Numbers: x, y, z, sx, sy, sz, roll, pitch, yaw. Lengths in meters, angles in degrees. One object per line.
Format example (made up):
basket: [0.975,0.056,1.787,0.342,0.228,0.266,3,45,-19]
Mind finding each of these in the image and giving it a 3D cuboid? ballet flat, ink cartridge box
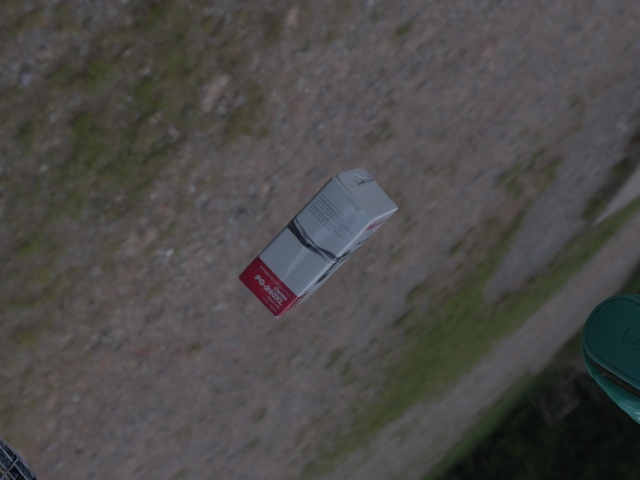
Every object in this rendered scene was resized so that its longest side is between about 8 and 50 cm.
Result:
ballet flat: [0.255,0.109,0.669,0.087,0.247,0.083,33,95,-43]
ink cartridge box: [0.000,0.000,1.226,0.150,0.063,0.109,-45,174,18]

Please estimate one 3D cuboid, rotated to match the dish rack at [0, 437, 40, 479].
dish rack: [-0.383,0.314,1.133,0.271,0.074,0.208,-50,134,-30]
